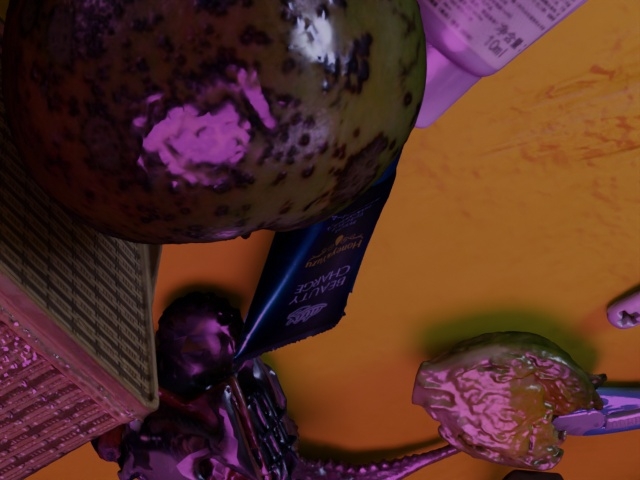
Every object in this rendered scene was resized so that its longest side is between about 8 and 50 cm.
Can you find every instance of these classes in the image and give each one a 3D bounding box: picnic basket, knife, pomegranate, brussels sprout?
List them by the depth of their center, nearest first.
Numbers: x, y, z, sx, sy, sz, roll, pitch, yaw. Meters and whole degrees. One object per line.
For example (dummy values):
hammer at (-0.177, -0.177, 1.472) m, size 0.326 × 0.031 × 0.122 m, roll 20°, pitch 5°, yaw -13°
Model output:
pomegranate at (-0.080, -0.168, 0.927) m, size 0.285 × 0.285 × 0.340 m, roll -4°, pitch 95°, yaw 4°
picnic basket at (-0.243, -0.006, 1.040) m, size 0.175 × 0.313 × 0.228 m, roll -30°, pitch 127°, yaw 14°
brussels sprout at (0.175, 0.140, 1.325) m, size 0.181 × 0.100 × 0.139 m, roll 19°, pitch 128°, yaw -2°
knife at (0.328, 0.159, 1.384) m, size 0.222 × 0.031 × 0.064 m, roll -11°, pitch 128°, yaw 10°

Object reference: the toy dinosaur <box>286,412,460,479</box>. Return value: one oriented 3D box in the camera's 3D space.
toy dinosaur at (0.027, 0.247, 1.449) m, size 0.251 × 0.072 × 0.200 m, roll 17°, pitch 122°, yaw -2°

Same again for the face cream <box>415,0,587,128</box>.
face cream at (0.136, -0.201, 1.002) m, size 0.154 × 0.096 × 0.274 m, roll 39°, pitch 114°, yaw -18°

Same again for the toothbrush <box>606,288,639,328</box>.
toothbrush at (0.414, -0.028, 1.204) m, size 0.042 × 0.040 × 0.418 m, roll 37°, pitch 129°, yaw -26°

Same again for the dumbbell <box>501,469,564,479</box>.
dumbbell at (0.191, 0.289, 1.422) m, size 0.082 × 0.092 × 0.231 m, roll 32°, pitch 160°, yaw 4°

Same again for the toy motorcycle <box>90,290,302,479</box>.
toy motorcycle at (-0.096, 0.248, 1.352) m, size 0.207 × 0.134 × 0.401 m, roll -19°, pitch 105°, yaw 24°

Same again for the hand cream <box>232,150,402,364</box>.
hand cream at (0.000, 0.000, 1.202) m, size 0.120 × 0.061 × 0.270 m, roll -19°, pitch 146°, yaw -35°
